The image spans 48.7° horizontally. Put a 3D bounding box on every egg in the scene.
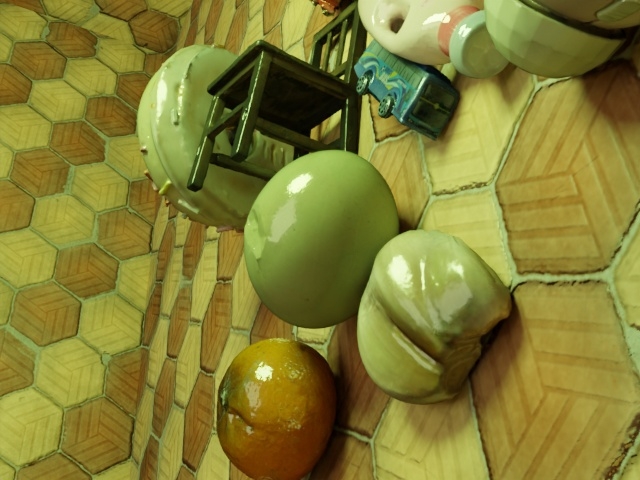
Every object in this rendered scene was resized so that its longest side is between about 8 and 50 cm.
[{"bbox_3d":[0.000,0.000,1.016,0.269,0.219,0.219,-65,25,18],"label":"egg"}]

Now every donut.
[{"bbox_3d":[-0.203,-0.193,1.401,0.142,0.382,0.383,-15,61,37],"label":"donut"}]

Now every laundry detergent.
[{"bbox_3d":[0.156,-0.312,0.977,0.159,0.088,0.335,-42,34,11],"label":"laundry detergent"}]

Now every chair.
[{"bbox_3d":[-0.068,-0.274,1.271,0.203,0.240,0.417,-24,56,53],"label":"chair"}]

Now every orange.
[{"bbox_3d":[-0.073,0.263,1.096,0.224,0.170,0.224,-166,90,-69],"label":"orange"}]

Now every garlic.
[{"bbox_3d":[0.111,0.084,0.867,0.228,0.110,0.217,-117,42,-56],"label":"garlic"}]

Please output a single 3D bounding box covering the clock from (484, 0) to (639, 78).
[{"bbox_3d":[0.283,-0.341,0.633,0.325,0.183,0.342,164,123,-68],"label":"clock"}]

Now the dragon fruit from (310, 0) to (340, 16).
[{"bbox_3d":[-0.005,-0.551,1.416,0.161,0.126,0.274,112,165,-48],"label":"dragon fruit"}]

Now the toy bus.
[{"bbox_3d":[0.120,-0.233,1.050,0.094,0.079,0.236,-64,26,22],"label":"toy bus"}]
